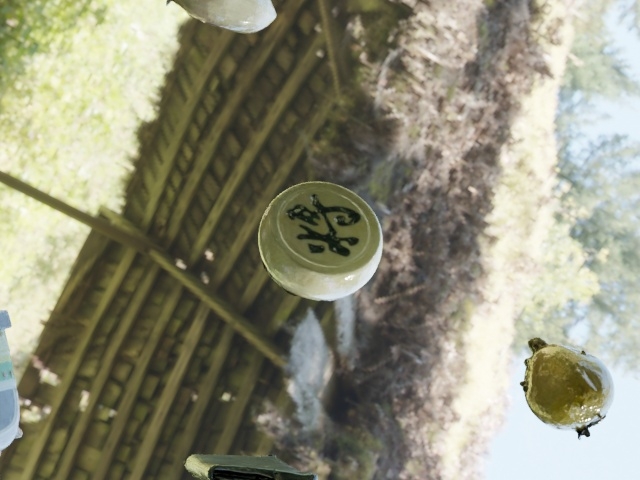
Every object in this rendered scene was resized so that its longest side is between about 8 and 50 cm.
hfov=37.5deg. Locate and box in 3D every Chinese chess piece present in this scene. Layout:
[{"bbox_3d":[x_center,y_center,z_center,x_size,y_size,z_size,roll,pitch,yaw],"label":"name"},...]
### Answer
[{"bbox_3d":[0.000,0.000,1.933,0.104,0.257,0.257,113,-7,-52],"label":"Chinese chess piece"}]

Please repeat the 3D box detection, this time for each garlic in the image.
[{"bbox_3d":[-0.143,-0.388,1.548,0.128,0.198,0.090,25,-72,57],"label":"garlic"}]

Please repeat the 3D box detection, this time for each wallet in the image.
[{"bbox_3d":[-0.136,0.421,1.715,0.379,0.191,0.046,146,-52,-74],"label":"wallet"}]

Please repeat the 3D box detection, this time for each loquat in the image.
[{"bbox_3d":[0.448,0.263,1.741,0.204,0.172,0.149,52,-53,25],"label":"loquat"}]

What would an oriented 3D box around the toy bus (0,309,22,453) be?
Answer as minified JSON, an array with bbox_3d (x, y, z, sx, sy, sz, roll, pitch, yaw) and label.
[{"bbox_3d":[-0.503,0.197,1.089,0.305,0.179,0.143,-19,174,19],"label":"toy bus"}]
